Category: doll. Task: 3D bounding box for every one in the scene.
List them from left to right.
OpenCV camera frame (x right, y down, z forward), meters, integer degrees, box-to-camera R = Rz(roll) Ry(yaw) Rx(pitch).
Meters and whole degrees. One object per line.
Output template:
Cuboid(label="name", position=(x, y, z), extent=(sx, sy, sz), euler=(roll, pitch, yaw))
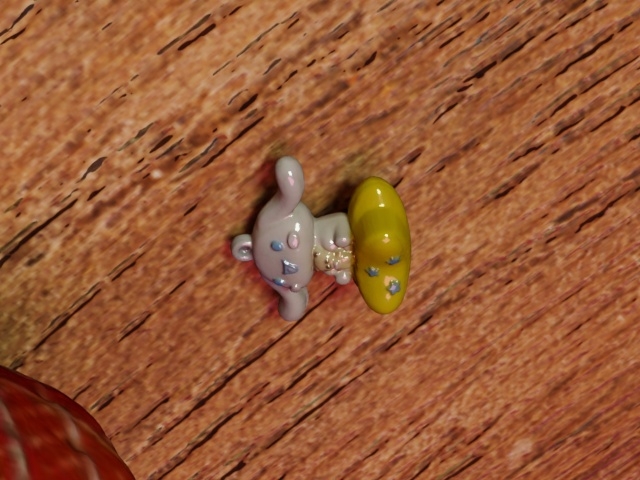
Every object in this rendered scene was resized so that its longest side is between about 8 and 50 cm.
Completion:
Cuboid(label="doll", position=(0.000, -0.005, 1.148), extent=(0.113, 0.071, 0.135), euler=(-18, 133, 16))

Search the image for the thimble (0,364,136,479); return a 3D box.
Cuboid(label="thimble", position=(-0.266, 0.217, 1.016), extent=(0.350, 0.350, 0.230), euler=(-45, 134, 17))
